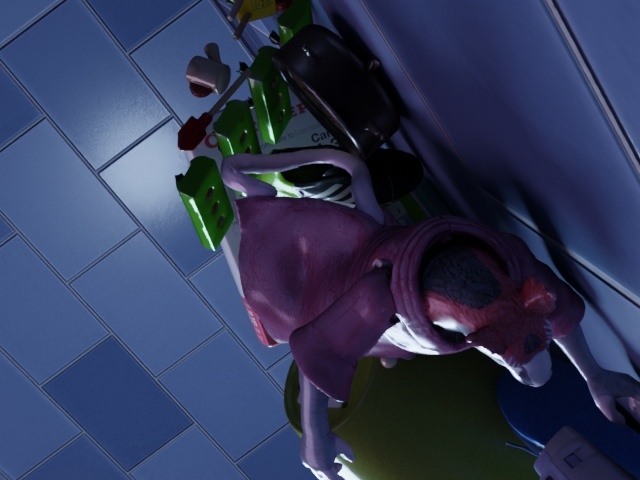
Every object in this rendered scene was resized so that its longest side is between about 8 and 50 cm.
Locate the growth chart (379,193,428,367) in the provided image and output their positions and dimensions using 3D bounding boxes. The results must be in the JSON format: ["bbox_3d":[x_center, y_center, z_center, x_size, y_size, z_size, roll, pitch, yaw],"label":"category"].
[{"bbox_3d":[0.077,0.025,0.944,0.172,0.021,0.237,50,-142,-1],"label":"growth chart"}]

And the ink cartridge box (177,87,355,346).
[{"bbox_3d":[-0.031,-0.044,1.073,0.117,0.207,0.283,-152,40,-78],"label":"ink cartridge box"}]

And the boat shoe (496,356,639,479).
[{"bbox_3d":[0.247,0.202,0.832,0.089,0.109,0.258,56,-178,-24],"label":"boat shoe"}]

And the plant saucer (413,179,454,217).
[{"bbox_3d":[0.166,0.010,0.984,0.192,0.018,0.067,53,-179,4],"label":"plant saucer"}]

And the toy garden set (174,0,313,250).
[{"bbox_3d":[-0.082,-0.144,0.825,0.049,0.244,0.204,21,156,15],"label":"toy garden set"}]

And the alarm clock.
[{"bbox_3d":[0.014,-0.142,0.826,0.129,0.064,0.192,47,176,-11],"label":"alarm clock"}]

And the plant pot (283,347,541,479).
[{"bbox_3d":[0.107,0.208,0.998,0.293,0.275,0.275,32,-167,-34],"label":"plant pot"}]

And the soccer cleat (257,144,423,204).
[{"bbox_3d":[0.026,-0.069,0.884,0.072,0.178,0.060,131,134,-69],"label":"soccer cleat"}]

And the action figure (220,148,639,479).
[{"bbox_3d":[0.080,0.026,0.670,0.370,0.248,0.276,165,94,-74],"label":"action figure"}]

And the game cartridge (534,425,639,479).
[{"bbox_3d":[0.254,0.228,0.513,0.230,0.068,0.355,34,-179,2],"label":"game cartridge"}]

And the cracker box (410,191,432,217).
[{"bbox_3d":[0.149,0.021,1.177,0.156,0.067,0.232,53,-178,-34],"label":"cracker box"}]
